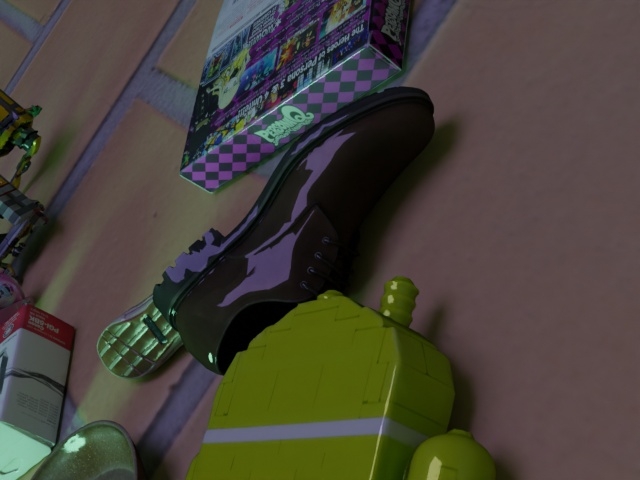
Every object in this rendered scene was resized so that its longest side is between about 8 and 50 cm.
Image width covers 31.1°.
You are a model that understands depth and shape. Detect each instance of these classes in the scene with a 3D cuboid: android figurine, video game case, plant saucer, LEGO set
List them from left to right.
[{"bbox_3d":[-0.408,-0.002,1.292,0.331,0.192,0.255,-49,1,9],"label":"LEGO set"},{"bbox_3d":[-0.175,0.225,0.806,0.198,0.036,0.198,-37,34,31],"label":"plant saucer"},{"bbox_3d":[-0.016,-0.171,0.936,0.232,0.042,0.210,-29,40,41],"label":"video game case"},{"bbox_3d":[-0.010,0.144,0.611,0.248,0.056,0.273,-18,50,50],"label":"android figurine"}]

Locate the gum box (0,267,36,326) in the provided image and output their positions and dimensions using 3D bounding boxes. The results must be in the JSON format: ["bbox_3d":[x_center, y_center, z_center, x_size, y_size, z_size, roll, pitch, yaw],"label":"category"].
[{"bbox_3d":[-0.377,0.111,1.144,0.188,0.062,0.107,-44,-1,23],"label":"gum box"}]

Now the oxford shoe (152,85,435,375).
[{"bbox_3d":[0.000,0.000,0.734,0.227,0.083,0.096,-47,55,13],"label":"oxford shoe"}]

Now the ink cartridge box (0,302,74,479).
[{"bbox_3d":[-0.275,0.139,1.016,0.099,0.056,0.135,-39,34,29],"label":"ink cartridge box"}]

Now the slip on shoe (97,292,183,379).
[{"bbox_3d":[-0.122,0.063,0.878,0.135,0.051,0.041,-42,-8,40],"label":"slip on shoe"}]
